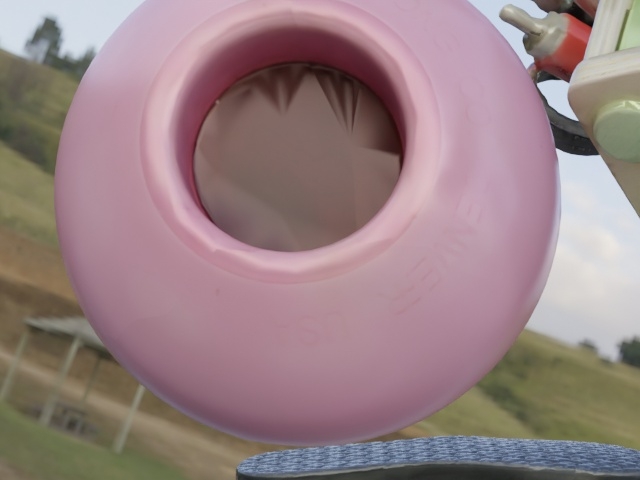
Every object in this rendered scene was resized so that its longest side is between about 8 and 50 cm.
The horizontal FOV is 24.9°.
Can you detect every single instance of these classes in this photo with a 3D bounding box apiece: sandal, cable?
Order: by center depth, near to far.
[{"bbox_3d":[0.223,-0.081,0.822,0.287,0.139,0.072,28,-24,-7],"label":"cable"},{"bbox_3d":[0.133,0.273,1.545,0.445,0.107,0.167,-4,3,13],"label":"sandal"}]

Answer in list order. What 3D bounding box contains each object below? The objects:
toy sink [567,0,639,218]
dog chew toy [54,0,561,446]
[{"bbox_3d":[0.207,-0.070,0.626,0.152,0.234,0.131,-10,-47,37],"label":"toy sink"},{"bbox_3d":[0.000,0.000,0.676,0.206,0.207,0.332,18,-11,8],"label":"dog chew toy"}]
